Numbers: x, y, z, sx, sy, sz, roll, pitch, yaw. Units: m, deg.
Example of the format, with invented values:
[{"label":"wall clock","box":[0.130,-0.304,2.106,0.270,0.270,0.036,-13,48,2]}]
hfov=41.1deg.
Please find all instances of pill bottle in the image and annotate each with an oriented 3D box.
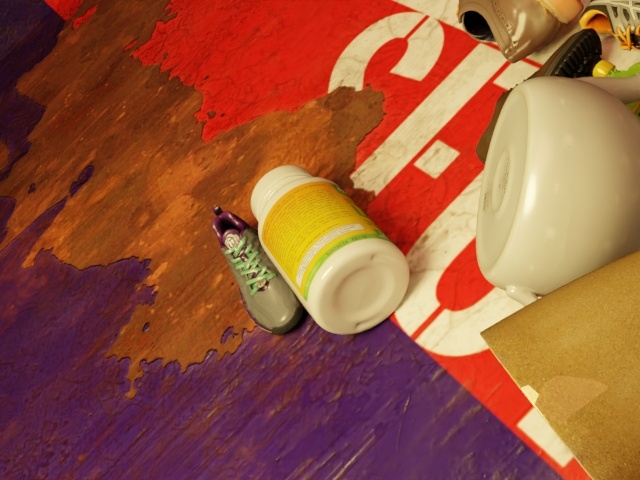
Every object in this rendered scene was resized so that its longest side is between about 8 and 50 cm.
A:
[{"label":"pill bottle","box":[0.000,0.000,1.125,0.136,0.136,0.245,-42,43,2]}]

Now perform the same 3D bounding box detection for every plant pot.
[{"label":"plant pot","box":[0.311,0.096,0.739,0.254,0.237,0.237,-40,43,5]}]

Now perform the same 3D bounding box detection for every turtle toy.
[{"label":"turtle toy","box":[0.365,-0.169,1.033,0.095,0.066,0.130,41,83,24]}]

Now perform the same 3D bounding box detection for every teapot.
[{"label":"teapot","box":[0.282,-0.045,0.914,0.187,0.255,0.252,10,31,-1]}]

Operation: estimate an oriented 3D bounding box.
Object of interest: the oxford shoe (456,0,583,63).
[{"label":"oxford shoe","box":[0.236,-0.380,1.257,0.132,0.130,0.363,-49,33,18]}]

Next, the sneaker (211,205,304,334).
[{"label":"sneaker","box":[-0.101,0.040,1.198,0.083,0.098,0.223,-41,42,4]}]

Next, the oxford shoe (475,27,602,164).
[{"label":"oxford shoe","box":[0.277,-0.188,1.105,0.227,0.083,0.096,-50,39,-8]}]

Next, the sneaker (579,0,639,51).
[{"label":"sneaker","box":[0.413,-0.271,1.072,0.083,0.084,0.215,-44,33,3]}]
